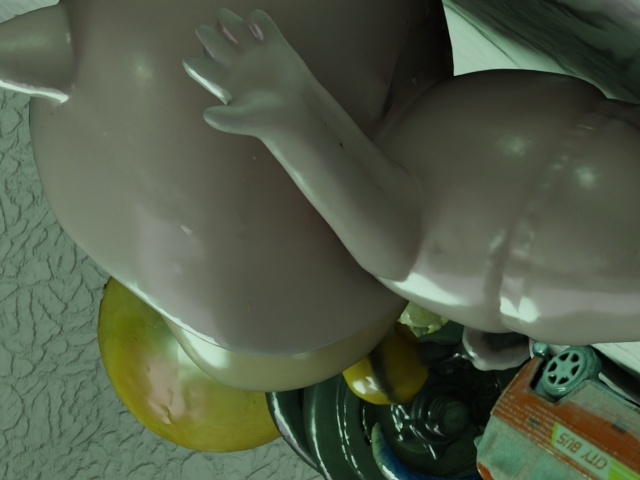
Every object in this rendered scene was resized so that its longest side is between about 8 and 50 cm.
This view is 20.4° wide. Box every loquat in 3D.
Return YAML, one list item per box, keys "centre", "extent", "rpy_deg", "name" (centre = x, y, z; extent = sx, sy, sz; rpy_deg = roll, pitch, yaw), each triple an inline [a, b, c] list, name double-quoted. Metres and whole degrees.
- centre: [-0.093, 0.082, 1.777]
  extent: [0.263, 0.263, 0.263]
  rpy_deg: [38, 176, 3]
  name: "loquat"

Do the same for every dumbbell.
- centre: [0.062, 0.120, 1.419]
  extent: [0.192, 0.192, 0.290]
  rpy_deg: [39, 175, -14]
  name: "dumbbell"

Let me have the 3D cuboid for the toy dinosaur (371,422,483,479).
- centre: [0.169, 0.177, 1.268]
  extent: [0.247, 0.188, 0.075]
  rpy_deg: [39, -153, -17]
  name: "toy dinosaur"

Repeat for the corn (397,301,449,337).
- centre: [0.000, 0.000, 1.329]
  extent: [0.097, 0.097, 0.320]
  rpy_deg: [41, 177, -30]
  name: "corn"

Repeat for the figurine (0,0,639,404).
- centre: [0.027, -0.007, 0.578]
  extent: [0.287, 0.186, 0.176]
  rpy_deg: [21, -150, 11]
  name: "figurine"

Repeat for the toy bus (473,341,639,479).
- centre: [0.203, 0.161, 1.139]
  extent: [0.121, 0.120, 0.265]
  rpy_deg: [42, 173, -32]
  name: "toy bus"

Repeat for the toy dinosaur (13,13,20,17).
- centre: [-0.174, -0.146, 1.478]
  extent: [0.242, 0.053, 0.167]
  rpy_deg: [37, 174, 17]
  name: "toy dinosaur"
